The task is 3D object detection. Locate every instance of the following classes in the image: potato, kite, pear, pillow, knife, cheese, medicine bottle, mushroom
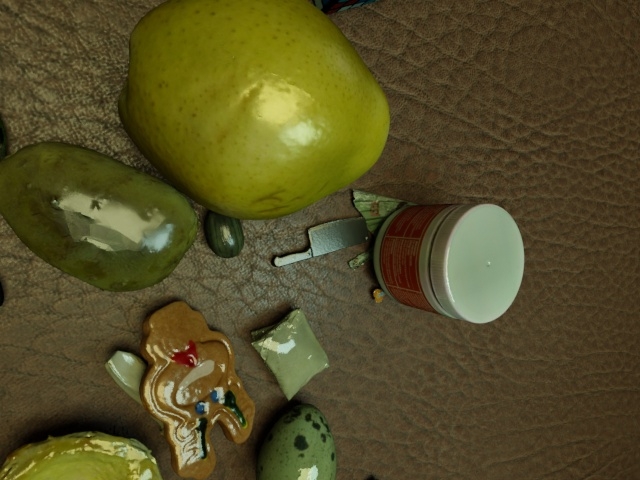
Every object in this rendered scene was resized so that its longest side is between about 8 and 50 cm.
[{"bbox_3d":[-0.360,-0.039,0.671,0.307,0.173,0.210,32,91,-24],"label":"potato"},{"bbox_3d":[0.175,-0.013,1.020,0.267,0.013,0.323,-39,114,-16],"label":"kite"},{"bbox_3d":[-0.103,-0.211,0.675,0.417,0.362,0.363,7,95,-23],"label":"pear"},{"bbox_3d":[-0.063,0.254,0.911,0.134,0.077,0.182,-32,111,-19],"label":"pillow"},{"bbox_3d":[0.000,0.000,0.930,0.245,0.019,0.072,-17,103,-20],"label":"knife"},{"bbox_3d":[0.178,0.116,1.029,0.111,0.017,0.047,-32,110,-19],"label":"cheese"},{"bbox_3d":[0.283,0.043,0.932,0.252,0.240,0.253,-2,95,-29],"label":"medicine bottle"},{"bbox_3d":[-0.333,0.290,0.786,0.209,0.071,0.084,54,42,-22],"label":"mushroom"}]

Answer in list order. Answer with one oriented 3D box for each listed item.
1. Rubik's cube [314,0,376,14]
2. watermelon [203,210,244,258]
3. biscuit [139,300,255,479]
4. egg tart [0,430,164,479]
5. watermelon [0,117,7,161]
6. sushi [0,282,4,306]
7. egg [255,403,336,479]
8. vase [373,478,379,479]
[{"bbox_3d":[0.079,-0.579,0.795,0.187,0.182,0.184,-27,109,-19],"label":"Rubik's cube"},{"bbox_3d":[-0.192,-0.018,0.807,0.078,0.078,0.111,-18,100,-22],"label":"watermelon"},{"bbox_3d":[-0.244,0.282,0.798,0.202,0.047,0.334,-26,98,-47],"label":"biscuit"},{"bbox_3d":[-0.444,0.475,0.740,0.314,0.120,0.315,-3,97,-26],"label":"egg tart"},{"bbox_3d":[-0.566,-0.134,0.628,0.119,0.063,0.245,17,95,-8],"label":"watermelon"},{"bbox_3d":[-0.552,0.082,0.669,0.045,0.044,0.084,-8,103,-23],"label":"sushi"},{"bbox_3d":[-0.049,0.480,0.899,0.176,0.177,0.228,19,73,-27],"label":"egg"},{"bbox_3d":[0.077,0.703,1.040,0.219,0.096,0.096,-19,105,-25],"label":"vase"}]
